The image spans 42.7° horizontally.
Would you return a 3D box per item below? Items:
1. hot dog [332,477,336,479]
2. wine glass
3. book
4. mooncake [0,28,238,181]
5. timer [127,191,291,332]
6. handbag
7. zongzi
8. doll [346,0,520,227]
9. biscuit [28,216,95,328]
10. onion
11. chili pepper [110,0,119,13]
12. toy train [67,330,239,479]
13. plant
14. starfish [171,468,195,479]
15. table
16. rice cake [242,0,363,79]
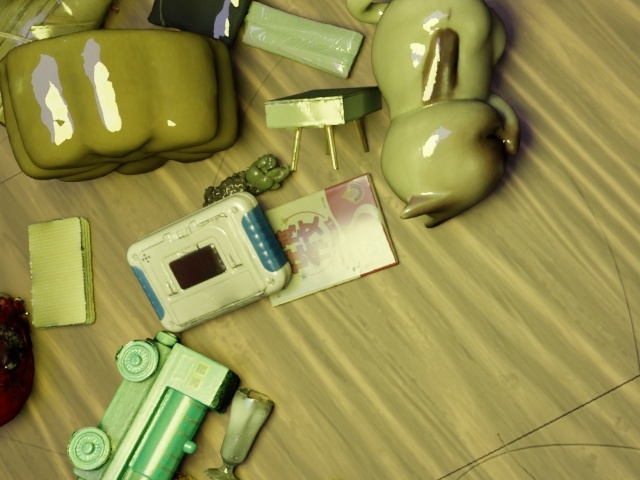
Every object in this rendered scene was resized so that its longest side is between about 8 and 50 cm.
[{"bbox_3d":[-0.022,0.499,1.315,0.102,0.076,0.249,18,91,21],"label":"hot dog"},{"bbox_3d":[-0.138,0.329,1.369,0.072,0.072,0.155,22,91,18],"label":"wine glass"},{"bbox_3d":[0.000,0.000,1.383,0.231,0.022,0.162,-19,79,14],"label":"book"},{"bbox_3d":[-0.319,-0.211,1.327,0.378,0.378,0.201,-6,94,17],"label":"mooncake"},{"bbox_3d":[-0.191,0.042,1.373,0.253,0.078,0.178,-24,100,22],"label":"timer"},{"bbox_3d":[-0.190,-0.472,1.446,0.211,0.088,0.254,27,96,30],"label":"handbag"},{"bbox_3d":[-0.600,-0.435,1.532,0.447,0.181,0.418,32,91,19],"label":"zongzi"},{"bbox_3d":[0.186,-0.219,1.248,0.226,0.215,0.371,-13,84,14],"label":"doll"},{"bbox_3d":[-0.479,0.060,1.517,0.121,0.040,0.200,-8,82,20],"label":"biscuit"},{"bbox_3d":[-0.644,0.214,1.440,0.221,0.280,0.281,-16,78,50],"label":"onion"},{"bbox_3d":[-0.440,-0.483,1.556,0.153,0.041,0.050,45,140,16],"label":"chili pepper"},{"bbox_3d":[-0.278,0.303,1.351,0.194,0.120,0.298,24,73,11],"label":"toy train"},{"bbox_3d":[-0.129,-0.090,1.406,0.174,0.087,0.085,-33,116,16],"label":"plant"},{"bbox_3d":[-0.303,0.421,1.410,0.190,0.074,0.146,45,99,17],"label":"starfish"},{"bbox_3d":[0.013,-0.179,1.293,0.121,0.240,0.111,0,104,18],"label":"table"},{"bbox_3d":[-0.037,-0.347,1.417,0.221,0.042,0.080,22,95,18],"label":"rice cake"}]
